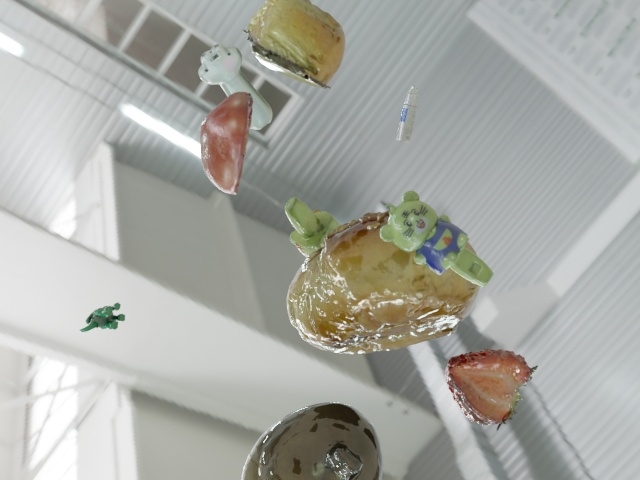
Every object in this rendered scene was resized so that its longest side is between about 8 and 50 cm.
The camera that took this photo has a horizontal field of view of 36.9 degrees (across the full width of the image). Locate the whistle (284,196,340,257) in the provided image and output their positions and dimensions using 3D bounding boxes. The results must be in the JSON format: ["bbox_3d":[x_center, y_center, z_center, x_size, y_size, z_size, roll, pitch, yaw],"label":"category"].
[{"bbox_3d":[0.000,0.000,2.257,0.106,0.131,0.288,7,149,43],"label":"whistle"}]

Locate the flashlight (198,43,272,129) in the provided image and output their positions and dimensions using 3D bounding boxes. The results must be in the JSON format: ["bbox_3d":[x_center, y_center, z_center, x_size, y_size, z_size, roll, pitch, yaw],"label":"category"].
[{"bbox_3d":[-0.164,-0.304,1.911,0.200,0.093,0.047,52,-175,-34],"label":"flashlight"}]

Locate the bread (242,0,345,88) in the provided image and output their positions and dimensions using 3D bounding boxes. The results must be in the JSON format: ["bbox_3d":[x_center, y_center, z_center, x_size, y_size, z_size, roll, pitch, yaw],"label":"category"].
[{"bbox_3d":[-0.041,-0.411,1.982,0.204,0.163,0.262,34,-167,-22],"label":"bread"}]

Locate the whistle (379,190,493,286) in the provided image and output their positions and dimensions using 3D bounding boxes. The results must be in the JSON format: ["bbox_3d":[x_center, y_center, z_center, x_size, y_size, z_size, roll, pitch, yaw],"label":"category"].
[{"bbox_3d":[0.205,0.006,1.680,0.227,0.105,0.085,36,168,-3],"label":"whistle"}]

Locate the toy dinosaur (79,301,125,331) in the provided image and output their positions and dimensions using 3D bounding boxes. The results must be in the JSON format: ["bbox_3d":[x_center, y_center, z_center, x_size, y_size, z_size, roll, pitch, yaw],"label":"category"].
[{"bbox_3d":[-0.539,0.192,2.344,0.132,0.096,0.059,-41,-64,-56],"label":"toy dinosaur"}]

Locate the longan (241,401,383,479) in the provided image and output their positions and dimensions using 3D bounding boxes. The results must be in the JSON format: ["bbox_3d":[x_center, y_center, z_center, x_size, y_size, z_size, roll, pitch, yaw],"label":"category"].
[{"bbox_3d":[-0.011,0.443,1.808,0.243,0.300,0.300,41,-163,-10],"label":"longan"}]

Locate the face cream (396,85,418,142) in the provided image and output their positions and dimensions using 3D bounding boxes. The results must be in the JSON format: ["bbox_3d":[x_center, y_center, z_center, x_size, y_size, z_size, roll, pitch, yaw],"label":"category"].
[{"bbox_3d":[0.205,-0.293,2.223,0.034,0.130,0.034,11,-168,-2],"label":"face cream"}]

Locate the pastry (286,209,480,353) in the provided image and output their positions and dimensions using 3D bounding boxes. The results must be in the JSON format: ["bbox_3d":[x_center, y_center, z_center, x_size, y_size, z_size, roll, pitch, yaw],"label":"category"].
[{"bbox_3d":[0.127,0.084,1.975,0.409,0.409,0.245,17,-127,-48],"label":"pastry"}]

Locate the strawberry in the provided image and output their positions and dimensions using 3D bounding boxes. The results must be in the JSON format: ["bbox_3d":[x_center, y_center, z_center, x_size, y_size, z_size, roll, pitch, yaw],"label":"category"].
[{"bbox_3d":[0.322,0.299,1.978,0.228,0.175,0.098,6,-165,-33],"label":"strawberry"}]

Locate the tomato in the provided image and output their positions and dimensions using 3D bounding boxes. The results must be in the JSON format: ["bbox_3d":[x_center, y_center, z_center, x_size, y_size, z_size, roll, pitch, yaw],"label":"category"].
[{"bbox_3d":[-0.159,-0.175,1.600,0.082,0.174,0.166,9,-134,-3],"label":"tomato"}]
